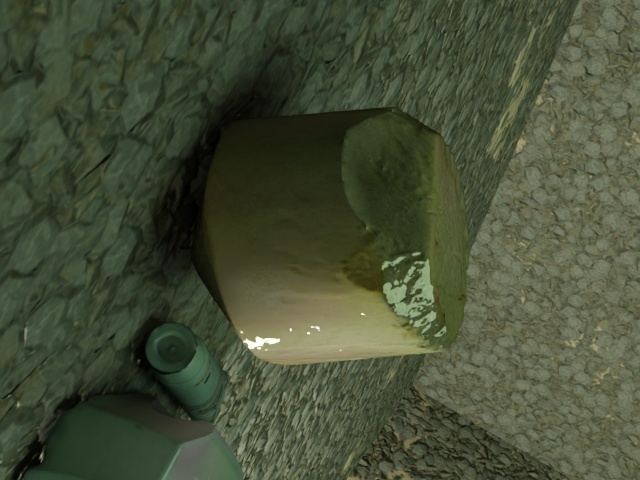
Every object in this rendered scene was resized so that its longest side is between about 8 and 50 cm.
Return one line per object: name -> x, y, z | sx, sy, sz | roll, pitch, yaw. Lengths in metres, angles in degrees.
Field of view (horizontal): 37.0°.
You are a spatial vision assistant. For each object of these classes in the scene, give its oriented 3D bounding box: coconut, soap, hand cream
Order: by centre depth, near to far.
coconut -> 0.000, 0.000, 0.864 | 0.239, 0.244, 0.239 | -4, 90, -71
soap -> -0.182, 0.267, 0.949 | 0.208, 0.115, 0.347 | -62, 167, -20
hand cream -> -0.138, 0.153, 1.044 | 0.331, 0.058, 0.085 | 91, 15, -71
